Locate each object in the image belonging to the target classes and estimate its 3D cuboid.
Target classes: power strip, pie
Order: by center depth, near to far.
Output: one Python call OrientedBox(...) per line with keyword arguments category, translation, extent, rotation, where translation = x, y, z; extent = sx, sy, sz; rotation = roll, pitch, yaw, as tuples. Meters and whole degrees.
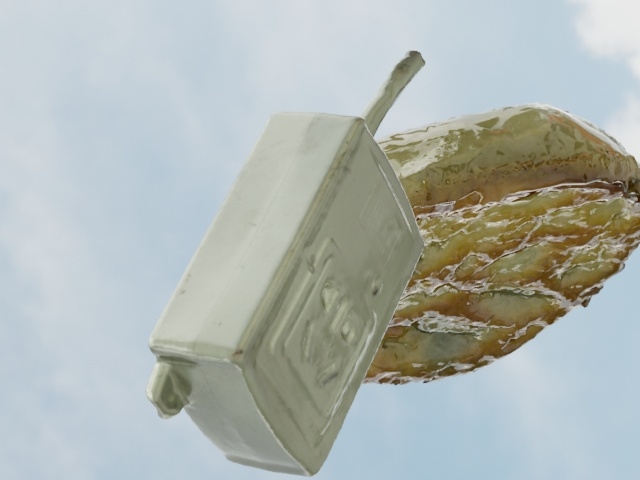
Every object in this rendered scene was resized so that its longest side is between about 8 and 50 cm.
OrientedBox(category="power strip", translation=(0.000, 0.000, 0.679), extent=(0.175, 0.042, 0.075), rotation=(-64, -36, -29))
OrientedBox(category="pie", translation=(0.076, 0.011, 1.297), extent=(0.315, 0.315, 0.092), rotation=(12, -132, -44))
